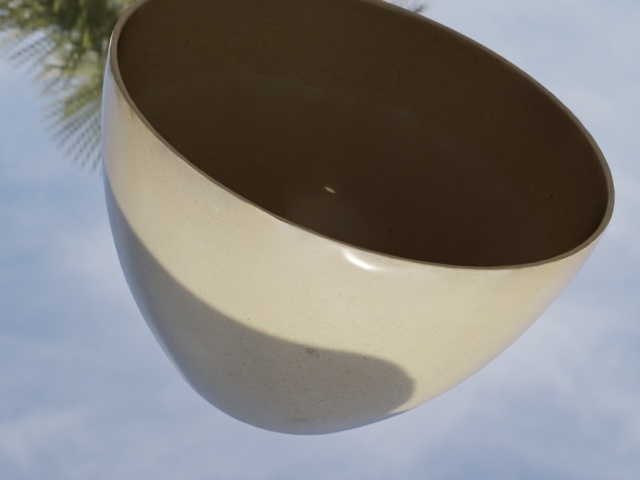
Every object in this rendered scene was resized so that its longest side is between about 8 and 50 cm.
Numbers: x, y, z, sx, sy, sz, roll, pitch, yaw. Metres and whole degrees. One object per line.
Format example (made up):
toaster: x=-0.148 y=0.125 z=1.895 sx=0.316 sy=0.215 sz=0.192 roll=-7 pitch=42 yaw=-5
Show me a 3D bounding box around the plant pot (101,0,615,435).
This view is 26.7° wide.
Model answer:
plant pot: x=0.000 y=0.000 z=0.780 sx=0.284 sy=0.191 sz=0.284 roll=14 pitch=-146 yaw=-9
